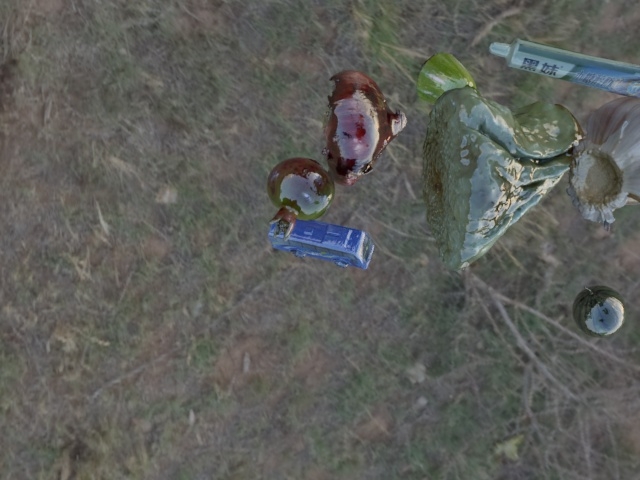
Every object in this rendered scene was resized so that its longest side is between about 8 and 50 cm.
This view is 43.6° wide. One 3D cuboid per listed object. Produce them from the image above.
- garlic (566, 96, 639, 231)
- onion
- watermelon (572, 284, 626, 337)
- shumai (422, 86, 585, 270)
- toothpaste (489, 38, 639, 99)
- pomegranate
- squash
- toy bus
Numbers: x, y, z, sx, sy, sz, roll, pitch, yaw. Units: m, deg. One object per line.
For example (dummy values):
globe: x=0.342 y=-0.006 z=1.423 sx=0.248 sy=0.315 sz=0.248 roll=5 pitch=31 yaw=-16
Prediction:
garlic: x=0.483 y=-0.081 z=1.229 sx=0.207 sy=0.207 sz=0.257 roll=-27 pitch=127 yaw=-6
onion: x=0.101 y=-0.258 z=1.864 sx=0.195 sy=0.272 sz=0.272 roll=4 pitch=119 yaw=8
watermelon: x=0.554 y=0.134 z=1.604 sx=0.105 sy=0.105 sz=0.133 roll=-36 pitch=124 yaw=0
shumai: x=0.325 y=-0.113 z=1.373 sx=0.263 sy=0.309 sz=0.304 roll=-7 pitch=88 yaw=-6
toothpaste: x=0.549 y=-0.368 z=1.711 sx=0.392 sy=0.061 sz=0.099 roll=13 pitch=152 yaw=-2
pomegranate: x=-0.051 y=-0.085 z=1.477 sx=0.159 sy=0.129 sz=0.129 roll=-36 pitch=126 yaw=-23
squash: x=0.257 y=-0.281 z=1.490 sx=0.105 sy=0.132 sz=0.105 roll=-24 pitch=134 yaw=-27
toy bus: x=-0.001 y=0.002 z=1.828 sx=0.094 sy=0.236 sz=0.079 roll=54 pitch=51 yaw=-65
